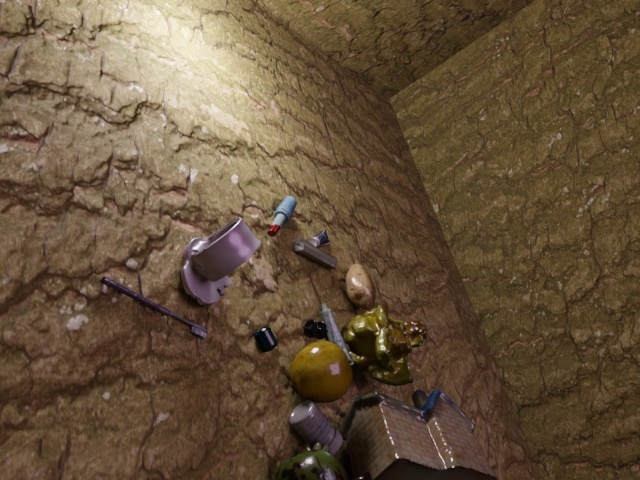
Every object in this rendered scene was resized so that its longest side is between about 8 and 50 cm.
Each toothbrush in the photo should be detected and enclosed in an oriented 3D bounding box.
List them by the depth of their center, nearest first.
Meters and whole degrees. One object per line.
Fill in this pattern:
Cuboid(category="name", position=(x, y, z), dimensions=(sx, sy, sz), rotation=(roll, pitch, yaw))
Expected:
Cuboid(category="toothbrush", position=(-0.451, 0.192, 1.447), dimensions=(0.354, 0.024, 0.029), rotation=(39, 44, -36))

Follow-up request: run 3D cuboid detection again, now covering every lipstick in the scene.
Cuboid(category="lipstick", position=(-0.159, -0.093, 2.119), dimensions=(0.068, 0.061, 0.274), rotation=(49, 30, -16))

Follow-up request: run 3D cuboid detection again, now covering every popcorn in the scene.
Cuboid(category="popcorn", position=(0.242, 0.433, 2.077), dimensions=(0.321, 0.290, 0.326), rotation=(-26, 83, -52))

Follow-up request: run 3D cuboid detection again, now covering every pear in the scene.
Cuboid(category="pear", position=(-0.001, 0.447, 1.762), dimensions=(0.208, 0.208, 0.209), rotation=(38, 36, -35))

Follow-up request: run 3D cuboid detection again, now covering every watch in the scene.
Cuboid(category="watch", position=(-0.296, 0.061, 1.596), dimensions=(0.196, 0.231, 0.244), rotation=(55, 26, -15))

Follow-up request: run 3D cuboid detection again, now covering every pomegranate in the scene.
Cuboid(category="pomegranate", position=(-0.020, 0.683, 1.488), dimensions=(0.242, 0.242, 0.306), rotation=(46, 28, -25))

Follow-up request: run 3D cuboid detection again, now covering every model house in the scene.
Cuboid(category="model house", position=(0.293, 0.741, 1.856), dimensions=(0.445, 0.395, 0.400), rotation=(24, 27, -24))

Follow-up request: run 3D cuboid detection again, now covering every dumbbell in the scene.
Cuboid(category="dumbbell", position=(-0.018, 0.334, 1.960), dimensions=(0.147, 0.069, 0.070), rotation=(20, 49, -50))

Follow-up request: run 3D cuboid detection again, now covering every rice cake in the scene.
Cuboid(category="rice cake", position=(-0.017, 0.060, 2.216), dimensions=(0.256, 0.052, 0.057), rotation=(29, 76, -44))

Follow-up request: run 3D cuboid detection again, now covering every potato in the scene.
Cuboid(category="potato", position=(0.172, 0.206, 2.332), dimensions=(0.161, 0.128, 0.235), rotation=(40, 27, -60))

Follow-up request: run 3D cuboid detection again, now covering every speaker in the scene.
Cuboid(category="speaker", position=(-0.172, 0.322, 1.735), dimensions=(0.076, 0.060, 0.094), rotation=(62, 29, -1))

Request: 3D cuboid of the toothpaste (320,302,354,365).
Cuboid(category="toothpaste", position=(0.054, 0.371, 2.050), dimensions=(0.069, 0.047, 0.269), rotation=(-8, 65, -28))

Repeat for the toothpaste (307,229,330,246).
Cuboid(category="toothpaste", position=(0.000, 0.000, 2.315), dimensions=(0.071, 0.045, 0.193), rotation=(69, 23, -2))

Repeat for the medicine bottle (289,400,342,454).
Cuboid(category="medicine bottle", position=(-0.015, 0.609, 1.687), dimensions=(0.168, 0.105, 0.105), rotation=(53, 30, -14))

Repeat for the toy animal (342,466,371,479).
Cuboid(category="toy animal", position=(0.067, 0.766, 1.592), dimensions=(0.116, 0.179, 0.219), rotation=(39, 16, -25))
